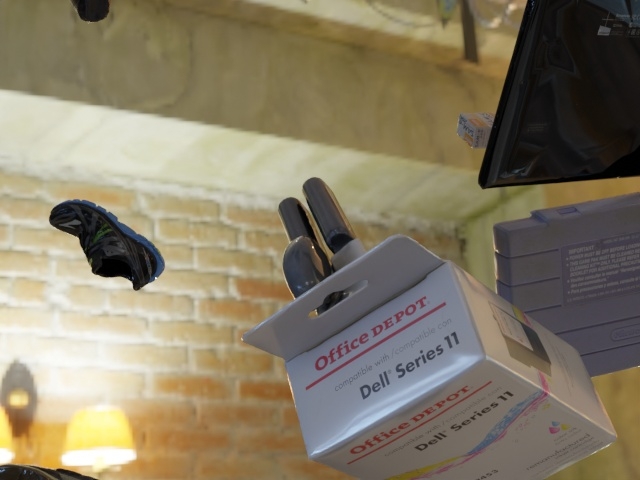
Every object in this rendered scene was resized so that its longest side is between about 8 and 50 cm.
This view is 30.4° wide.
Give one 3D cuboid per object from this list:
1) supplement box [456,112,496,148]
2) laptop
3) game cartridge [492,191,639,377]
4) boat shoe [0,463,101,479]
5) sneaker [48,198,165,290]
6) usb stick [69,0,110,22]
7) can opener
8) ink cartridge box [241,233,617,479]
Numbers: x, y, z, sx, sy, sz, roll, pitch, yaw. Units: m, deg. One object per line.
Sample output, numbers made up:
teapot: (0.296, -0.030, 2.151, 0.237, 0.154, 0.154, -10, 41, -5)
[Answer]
supplement box: (0.262, -0.166, 1.764, 0.098, 0.036, 0.062, -3, 27, -19)
laptop: (0.311, -0.303, 1.464, 0.381, 0.408, 0.236, -6, 29, -37)
game cartridge: (0.396, 0.053, 1.535, 0.354, 0.230, 0.068, -10, 12, -16)
boat shoe: (-0.272, 0.269, 1.240, 0.152, 0.056, 0.049, 16, 5, 9)
sneaker: (-0.307, 0.006, 1.643, 0.188, 0.078, 0.067, 31, -31, 14)
usb stick: (-0.332, -0.377, 1.494, 0.045, 0.278, 0.077, -12, -42, -29)
can opener: (0.000, 0.000, 1.233, 0.074, 0.280, 0.093, -37, -67, 8)
ink cartridge box: (0.112, 0.147, 1.148, 0.207, 0.119, 0.353, -34, -40, 22)
